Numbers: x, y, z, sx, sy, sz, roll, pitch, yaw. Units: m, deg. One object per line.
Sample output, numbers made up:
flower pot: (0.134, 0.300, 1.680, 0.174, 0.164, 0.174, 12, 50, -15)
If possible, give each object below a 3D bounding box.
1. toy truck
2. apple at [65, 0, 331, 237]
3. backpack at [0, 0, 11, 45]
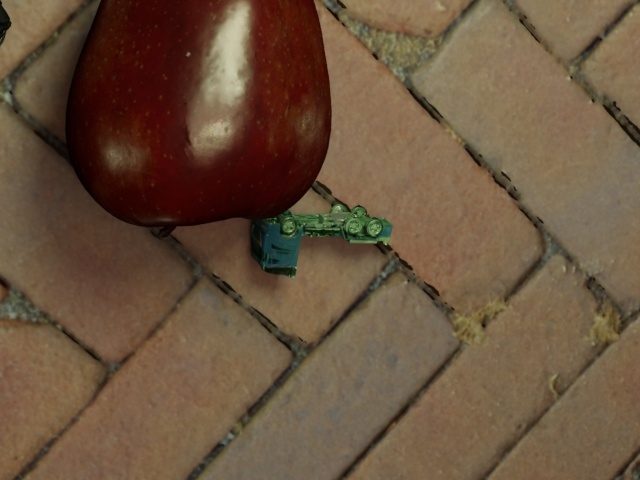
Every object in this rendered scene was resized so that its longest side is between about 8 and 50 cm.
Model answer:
toy truck: (0.000, 0.000, 1.709, 0.175, 0.067, 0.081, 0, 110, -22)
apple: (-0.129, -0.156, 1.513, 0.288, 0.288, 0.317, 4, 93, -19)
backpack: (-0.458, -0.269, 1.457, 0.206, 0.133, 0.258, -41, 106, -8)
